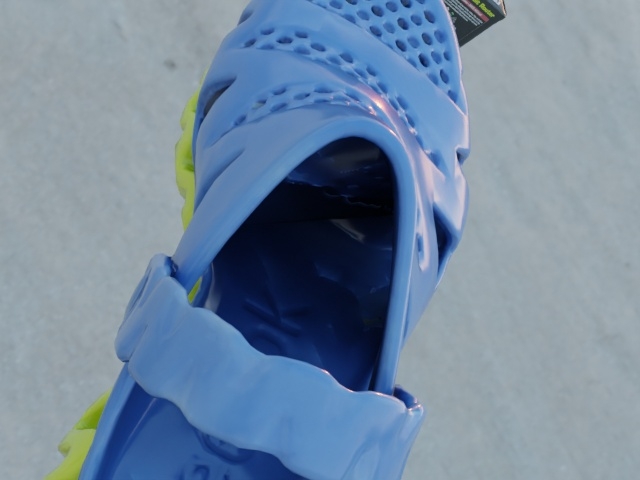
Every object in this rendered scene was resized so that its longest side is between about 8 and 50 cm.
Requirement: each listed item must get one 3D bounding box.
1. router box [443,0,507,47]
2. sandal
[{"bbox_3d":[0.034,-0.147,0.787,0.122,0.092,0.038,33,38,-38],"label":"router box"},{"bbox_3d":[0.000,0.000,0.480,0.126,0.138,0.317,21,52,-10],"label":"sandal"}]
